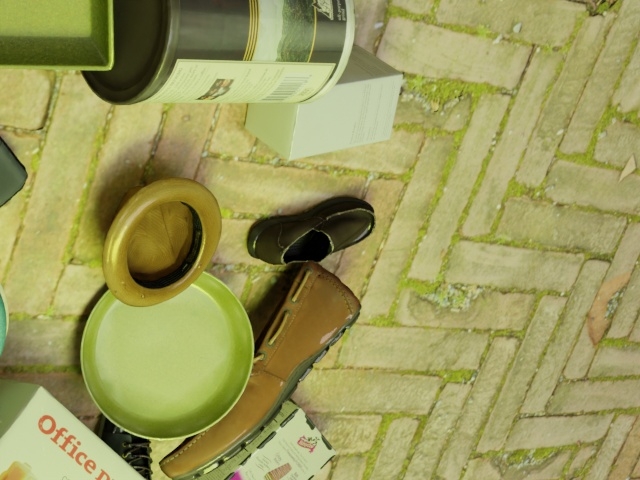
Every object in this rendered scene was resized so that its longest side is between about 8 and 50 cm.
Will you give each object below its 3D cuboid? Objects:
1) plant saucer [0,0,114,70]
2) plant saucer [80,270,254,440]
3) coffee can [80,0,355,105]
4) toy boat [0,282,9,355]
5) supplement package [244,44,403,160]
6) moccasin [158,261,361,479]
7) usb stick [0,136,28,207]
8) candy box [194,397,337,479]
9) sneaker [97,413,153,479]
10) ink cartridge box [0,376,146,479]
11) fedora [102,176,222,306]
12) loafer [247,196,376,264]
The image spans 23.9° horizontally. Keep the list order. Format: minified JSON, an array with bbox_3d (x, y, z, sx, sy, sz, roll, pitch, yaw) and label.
[{"bbox_3d":[-0.322,-0.281,1.661,0.188,0.045,0.188,0,124,-7],"label":"plant saucer"},{"bbox_3d":[-0.210,0.150,2.063,0.241,0.037,0.241,-1,94,-19],"label":"plant saucer"},{"bbox_3d":[-0.126,-0.260,1.787,0.275,0.201,0.201,-5,121,-42],"label":"coffee can"},{"bbox_3d":[-0.502,0.146,1.775,0.318,0.148,0.267,-48,140,-5],"label":"toy boat"},{"bbox_3d":[0.004,-0.187,2.035,0.179,0.105,0.105,-13,128,-37],"label":"supplement package"},{"bbox_3d":[-0.104,0.186,2.185,0.380,0.147,0.139,-49,-176,-9],"label":"moccasin"},{"bbox_3d":[-0.424,-0.135,1.719,0.077,0.045,0.278,-38,138,-7],"label":"usb stick"},{"bbox_3d":[-0.103,0.360,2.365,0.233,0.071,0.159,-43,139,-9],"label":"candy box"},{"bbox_3d":[-0.259,0.303,2.139,0.083,0.118,0.222,5,115,-45],"label":"sneaker"},{"bbox_3d":[-0.408,0.401,1.902,0.279,0.160,0.384,49,61,-29],"label":"ink cartridge box"},{"bbox_3d":[-0.220,-0.009,1.977,0.194,0.079,0.194,-25,133,-29],"label":"fedora"},{"bbox_3d":[0.000,0.000,2.189,0.220,0.078,0.080,-18,129,-33],"label":"loafer"}]
